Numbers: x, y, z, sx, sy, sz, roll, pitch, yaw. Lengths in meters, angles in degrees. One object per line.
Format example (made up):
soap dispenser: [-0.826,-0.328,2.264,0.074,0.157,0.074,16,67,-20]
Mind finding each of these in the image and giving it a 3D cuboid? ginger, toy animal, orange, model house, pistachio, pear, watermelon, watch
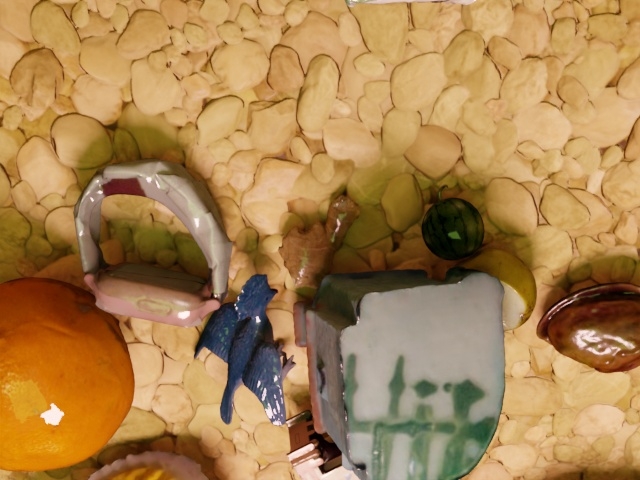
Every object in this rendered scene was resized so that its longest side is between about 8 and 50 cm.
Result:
ginger: [-0.008,-0.003,1.253,0.096,0.067,0.165,26,96,-4]
toy animal: [-0.124,0.179,1.274,0.176,0.239,0.256,30,90,-43]
orange: [-0.447,0.210,1.236,0.311,0.312,0.312,2,109,5]
model house: [0.114,0.399,1.335,0.244,0.169,0.326,-27,106,6]
model house: [0.090,0.187,1.201,0.251,0.329,0.295,-7,95,-22]
pistachio: [0.446,0.142,1.227,0.210,0.130,0.165,1,112,14]
pear: [0.270,0.073,1.231,0.141,0.104,0.141,13,126,18]
watermelon: [0.201,-0.021,1.210,0.108,0.109,0.109,2,109,5]
watch: [-0.260,-0.009,1.241,0.253,0.162,0.241,11,97,-2]

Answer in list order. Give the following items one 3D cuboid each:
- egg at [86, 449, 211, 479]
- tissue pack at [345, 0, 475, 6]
egg: [-0.281,0.603,1.343,0.354,0.355,0.340,-11,123,9]
tissue pack: [0.108,-0.473,0.974,0.193,0.266,0.357,-2,108,5]
